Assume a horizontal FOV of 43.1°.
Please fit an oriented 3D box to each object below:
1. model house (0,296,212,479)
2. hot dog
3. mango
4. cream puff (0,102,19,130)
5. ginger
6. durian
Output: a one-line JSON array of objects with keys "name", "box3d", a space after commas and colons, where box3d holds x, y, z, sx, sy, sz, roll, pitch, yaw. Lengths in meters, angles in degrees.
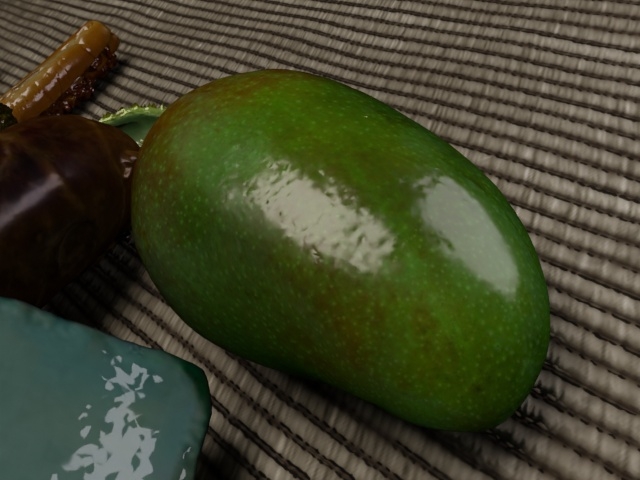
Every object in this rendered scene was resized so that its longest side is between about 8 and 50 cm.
[{"name": "model house", "box3d": [-0.236, 0.215, 0.549, 0.280, 0.230, 0.249, -80, 17, -46]}, {"name": "hot dog", "box3d": [-0.377, -0.212, 1.157, 0.249, 0.076, 0.102, -51, 5, -24]}, {"name": "mango", "box3d": [0.000, 0.000, 0.593, 0.225, 0.201, 0.382, -26, 45, -28]}, {"name": "cream puff", "box3d": [-0.408, -0.089, 0.972, 0.183, 0.169, 0.183, -17, 42, 16]}, {"name": "ginger", "box3d": [-0.345, -0.011, 0.748, 0.254, 0.176, 0.418, 40, 53, 8]}, {"name": "durian", "box3d": [-0.232, -0.088, 0.933, 0.215, 0.086, 0.100, -45, 55, -7]}]
